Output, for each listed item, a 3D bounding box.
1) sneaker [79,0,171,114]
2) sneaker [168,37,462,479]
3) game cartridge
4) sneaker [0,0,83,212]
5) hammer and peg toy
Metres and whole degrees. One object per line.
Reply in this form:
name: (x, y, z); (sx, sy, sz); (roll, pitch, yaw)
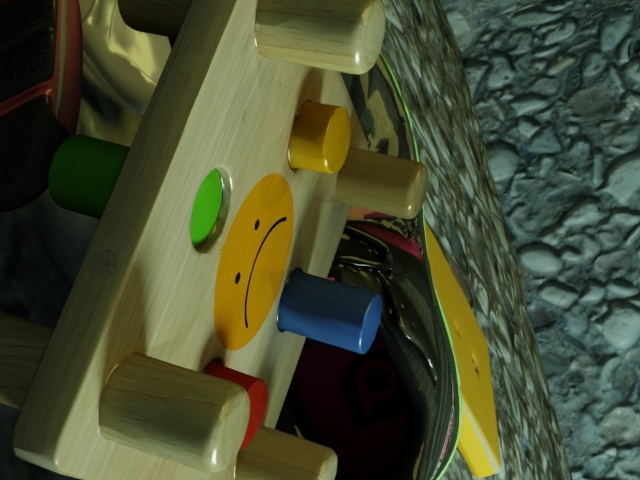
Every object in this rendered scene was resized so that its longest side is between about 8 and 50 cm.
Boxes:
sneaker: (-0.135, -0.199, 0.636); (0.090, 0.115, 0.232); (-60, 129, -68)
sneaker: (0.000, 0.000, 0.737); (0.202, 0.185, 0.483); (-51, 120, -75)
game cartridge: (0.176, 0.135, 1.384); (0.324, 0.052, 0.285); (58, 21, -30)
sneaker: (-0.169, -0.165, 0.502); (0.136, 0.116, 0.314); (20, 55, -73)
hammer and peg toy: (-0.060, 0.060, 0.488); (0.266, 0.127, 0.361); (56, 51, -67)
